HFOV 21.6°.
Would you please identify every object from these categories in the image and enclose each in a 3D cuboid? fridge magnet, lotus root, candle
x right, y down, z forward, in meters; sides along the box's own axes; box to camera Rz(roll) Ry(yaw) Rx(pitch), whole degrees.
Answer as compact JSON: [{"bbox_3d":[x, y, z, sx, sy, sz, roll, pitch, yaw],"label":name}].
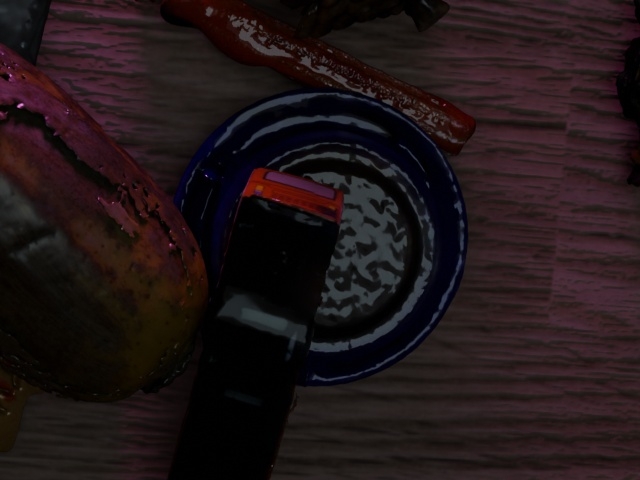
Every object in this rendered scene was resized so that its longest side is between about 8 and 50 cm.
[{"bbox_3d":[0.000,0.000,1.462,0.265,0.112,0.265,-2,100,-9],"label":"fridge magnet"},{"bbox_3d":[-0.251,-0.030,1.337,0.397,0.179,0.196,43,89,-18],"label":"lotus root"},{"bbox_3d":[-0.012,-0.156,1.483,0.329,0.048,0.051,25,115,-13],"label":"candle"}]

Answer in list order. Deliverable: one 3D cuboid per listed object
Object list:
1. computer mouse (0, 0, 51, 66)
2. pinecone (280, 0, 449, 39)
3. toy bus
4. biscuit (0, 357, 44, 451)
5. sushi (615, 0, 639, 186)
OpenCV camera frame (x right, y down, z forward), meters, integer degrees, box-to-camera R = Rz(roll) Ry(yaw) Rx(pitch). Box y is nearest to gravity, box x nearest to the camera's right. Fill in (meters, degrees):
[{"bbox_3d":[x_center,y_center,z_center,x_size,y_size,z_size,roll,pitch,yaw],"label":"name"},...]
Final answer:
[{"bbox_3d":[-0.281,-0.292,1.374,0.188,0.122,0.371,16,101,-16],"label":"computer mouse"},{"bbox_3d":[0.026,-0.297,1.397,0.224,0.224,0.272,-28,88,-9],"label":"pinecone"},{"bbox_3d":[-0.068,0.138,1.396,0.093,0.092,0.408,16,115,-1],"label":"toy bus"},{"bbox_3d":[-0.314,0.114,1.422,0.239,0.041,0.212,-35,113,-12],"label":"biscuit"},{"bbox_3d":[0.353,-0.183,1.524,0.149,0.140,0.287,9,93,-50],"label":"sushi"}]
